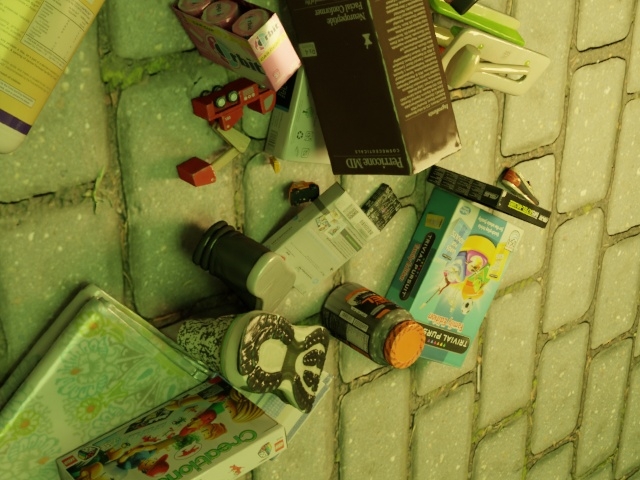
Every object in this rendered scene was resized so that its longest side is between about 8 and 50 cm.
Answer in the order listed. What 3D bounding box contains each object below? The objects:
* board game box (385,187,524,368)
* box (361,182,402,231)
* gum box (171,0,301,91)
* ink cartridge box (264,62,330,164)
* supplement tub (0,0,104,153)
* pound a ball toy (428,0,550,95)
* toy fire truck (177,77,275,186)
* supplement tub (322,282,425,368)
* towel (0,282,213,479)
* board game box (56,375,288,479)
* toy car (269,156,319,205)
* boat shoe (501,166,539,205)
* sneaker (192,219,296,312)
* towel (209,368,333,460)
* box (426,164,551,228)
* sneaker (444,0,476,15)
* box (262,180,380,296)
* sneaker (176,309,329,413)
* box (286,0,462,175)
[{"bbox_3d":[0.270,0.087,2.093,0.254,0.079,0.336,20,95,-46],"label":"board game box"},{"bbox_3d":[0.115,-0.059,1.924,0.083,0.018,0.067,-50,134,-13],"label":"box"},{"bbox_3d":[-0.128,-0.304,1.468,0.062,0.188,0.107,-49,142,-14],"label":"gum box"},{"bbox_3d":[0.059,-0.216,1.765,0.333,0.065,0.165,2,107,-41],"label":"ink cartridge box"},{"bbox_3d":[-0.394,-0.297,1.184,0.241,0.241,0.331,32,87,-46],"label":"supplement tub"},{"bbox_3d":[0.285,-0.326,1.820,0.319,0.208,0.136,5,136,-44],"label":"pound a ball toy"},{"bbox_3d":[-0.149,-0.181,1.603,0.192,0.047,0.135,-30,128,-30],"label":"toy fire truck"},{"bbox_3d":[0.102,0.164,1.896,0.117,0.190,0.117,-20,123,-35],"label":"supplement tub"},{"bbox_3d":[-0.375,0.289,1.598,0.374,0.090,0.320,-53,133,-10],"label":"towel"},{"bbox_3d":[-0.229,0.334,1.548,0.305,0.193,0.053,-25,124,-31],"label":"board game box"},{"bbox_3d":[-0.046,-0.113,1.734,0.060,0.040,0.122,-29,132,-3],"label":"toy car"},{"bbox_3d":[0.446,-0.115,2.183,0.137,0.049,0.043,34,83,-41],"label":"boat shoe"},{"bbox_3d":[-0.133,0.048,1.698,0.104,0.147,0.296,-53,166,-12],"label":"sneaker"},{"bbox_3d":[-0.111,0.285,1.873,0.209,0.034,0.285,-53,133,-6],"label":"towel"},{"bbox_3d":[0.338,-0.088,1.992,0.184,0.191,0.045,14,99,-46],"label":"box"},{"bbox_3d":[0.254,-0.501,1.784,0.090,0.145,0.270,-42,-177,34],"label":"sneaker"},{"bbox_3d":[0.000,0.000,1.794,0.186,0.038,0.145,-41,136,3],"label":"box"},{"bbox_3d":[-0.110,0.190,1.718,0.410,0.182,0.158,43,62,-63],"label":"sneaker"},{"bbox_3d":[0.076,-0.300,1.582,0.143,0.191,0.381,-30,111,-35],"label":"box"}]
